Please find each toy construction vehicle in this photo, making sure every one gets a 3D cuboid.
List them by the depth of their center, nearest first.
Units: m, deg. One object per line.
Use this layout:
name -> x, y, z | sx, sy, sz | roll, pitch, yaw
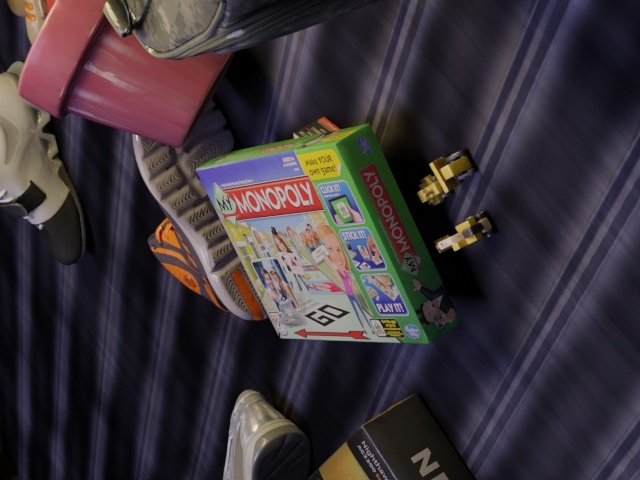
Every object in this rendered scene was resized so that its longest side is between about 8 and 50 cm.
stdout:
toy construction vehicle -> 0.118, -0.032, 1.537 | 0.086, 0.035, 0.098 | 63, 156, -2

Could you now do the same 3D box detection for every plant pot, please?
plant pot -> -0.197, -0.197, 1.787 | 0.180, 0.201, 0.201 | 29, 153, -2

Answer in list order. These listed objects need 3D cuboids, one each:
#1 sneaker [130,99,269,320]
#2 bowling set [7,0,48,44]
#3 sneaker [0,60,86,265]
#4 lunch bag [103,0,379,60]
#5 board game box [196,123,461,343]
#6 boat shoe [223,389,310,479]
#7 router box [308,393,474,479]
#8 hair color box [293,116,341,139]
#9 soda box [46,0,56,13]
sneaker -> -0.165, -0.047, 1.975 | 0.180, 0.124, 0.321 | 3, 118, 61
bowling set -> -0.441, -0.335, 2.060 | 0.287, 0.200, 0.154 | -124, 22, -52
sneaker -> -0.455, -0.092, 2.486 | 0.122, 0.146, 0.330 | 24, 138, 52
lunch bag -> -0.004, -0.267, 1.213 | 0.212, 0.305, 0.256 | 58, 153, 14
board game box -> 0.000, 0.000, 1.690 | 0.317, 0.046, 0.213 | -5, 114, 62
boat shoe -> -0.084, 0.337, 2.247 | 0.103, 0.118, 0.320 | 51, 151, 37
router box -> 0.126, 0.350, 1.874 | 0.309, 0.081, 0.243 | 56, 155, 11
hair color box -> 0.015, -0.048, 1.716 | 0.072, 0.043, 0.141 | 39, 149, 39
soda box -> -0.261, -0.283, 1.949 | 0.091, 0.098, 0.286 | 45, 152, 34
